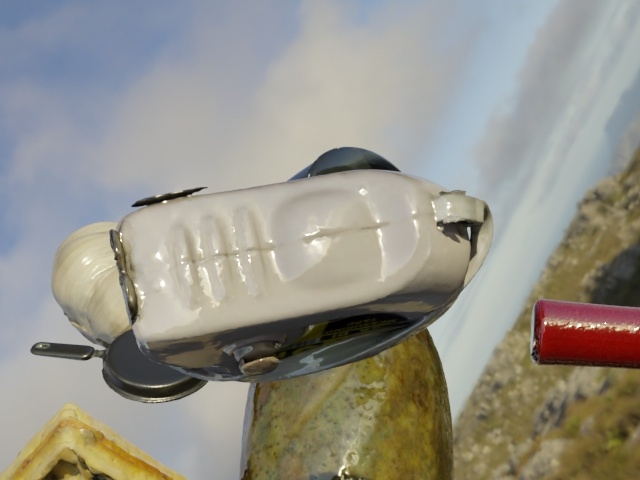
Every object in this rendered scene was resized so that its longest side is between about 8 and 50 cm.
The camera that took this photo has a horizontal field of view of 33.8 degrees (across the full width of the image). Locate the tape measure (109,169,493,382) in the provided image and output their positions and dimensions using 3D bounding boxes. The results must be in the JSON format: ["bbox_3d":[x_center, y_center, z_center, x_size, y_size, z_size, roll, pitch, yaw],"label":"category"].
[{"bbox_3d":[-0.010,0.029,0.695,0.197,0.236,0.120,105,152,-68],"label":"tape measure"}]

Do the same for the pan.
[{"bbox_3d":[-0.243,0.138,1.273,0.136,0.235,0.028,-67,-20,-56],"label":"pan"}]

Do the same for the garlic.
[{"bbox_3d":[-0.301,0.044,1.477,0.178,0.143,0.229,-53,30,-11],"label":"garlic"}]

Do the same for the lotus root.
[{"bbox_3d":[0.029,0.262,1.180,0.250,0.250,0.346,100,177,-61],"label":"lotus root"}]

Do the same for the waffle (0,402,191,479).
[{"bbox_3d":[-0.234,0.384,1.265,0.261,0.376,0.114,-45,27,9],"label":"waffle"}]

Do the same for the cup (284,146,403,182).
[{"bbox_3d":[0.000,0.000,1.199,0.223,0.169,0.176,-28,-8,-38],"label":"cup"}]

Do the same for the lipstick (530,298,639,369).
[{"bbox_3d":[0.361,0.111,1.194,0.080,0.241,0.080,3,-90,-82],"label":"lipstick"}]
